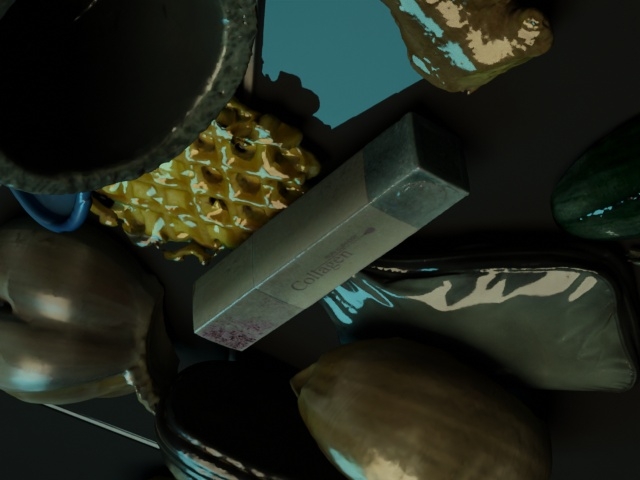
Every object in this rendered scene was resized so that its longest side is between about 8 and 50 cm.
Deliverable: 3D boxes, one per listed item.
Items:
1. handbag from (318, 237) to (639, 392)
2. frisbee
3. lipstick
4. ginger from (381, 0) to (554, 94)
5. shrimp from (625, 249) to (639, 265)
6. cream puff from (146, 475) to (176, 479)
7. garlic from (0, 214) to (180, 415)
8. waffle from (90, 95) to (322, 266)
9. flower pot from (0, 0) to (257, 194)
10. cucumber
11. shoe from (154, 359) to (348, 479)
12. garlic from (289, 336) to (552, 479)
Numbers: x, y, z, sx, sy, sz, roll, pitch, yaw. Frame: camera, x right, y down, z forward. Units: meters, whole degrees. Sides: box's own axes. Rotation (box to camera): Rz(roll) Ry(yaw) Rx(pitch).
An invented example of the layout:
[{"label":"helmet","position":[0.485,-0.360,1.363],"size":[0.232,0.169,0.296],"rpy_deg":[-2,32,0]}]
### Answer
[{"label":"handbag","position":[0.142,0.077,1.232],"size":[0.332,0.075,0.192],"rpy_deg":[-2,136,26]},{"label":"frisbee","position":[-0.269,-0.125,1.198],"size":[0.242,0.045,0.242],"rpy_deg":[38,140,41]},{"label":"lipstick","position":[0.000,0.000,1.171],"size":[0.066,0.068,0.317],"rpy_deg":[24,136,-34]},{"label":"ginger","position":[0.080,-0.201,0.965],"size":[0.213,0.074,0.137],"rpy_deg":[43,138,-9]},{"label":"shrimp","position":[0.406,0.110,1.119],"size":[0.185,0.068,0.287],"rpy_deg":[-14,124,36]},{"label":"cream puff","position":[-0.173,0.490,1.707],"size":[0.324,0.257,0.291],"rpy_deg":[26,144,2]},{"label":"garlic","position":[-0.295,0.088,1.454],"size":[0.292,0.210,0.237],"rpy_deg":[14,173,9]},{"label":"waffle","position":[-0.131,-0.065,1.233],"size":[0.262,0.060,0.280],"rpy_deg":[40,139,-14]},{"label":"flower pot","position":[-0.219,-0.218,0.933],"size":[0.283,0.299,0.299],"rpy_deg":[52,155,36]},{"label":"cucumber","position":[0.286,-0.046,1.025],"size":[0.115,0.063,0.244],"rpy_deg":[43,139,-17]},{"label":"shoe","position":[-0.036,0.296,1.482],"size":[0.384,0.171,0.237],"rpy_deg":[26,137,-10]},{"label":"garlic","position":[0.139,0.195,1.255],"size":[0.338,0.151,0.196],"rpy_deg":[24,-179,-31]}]
